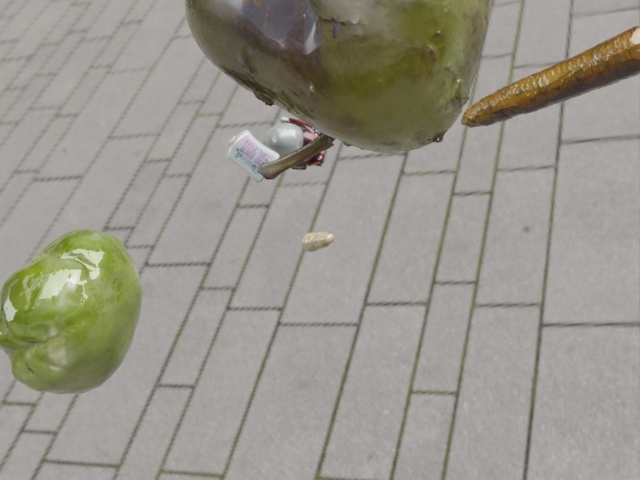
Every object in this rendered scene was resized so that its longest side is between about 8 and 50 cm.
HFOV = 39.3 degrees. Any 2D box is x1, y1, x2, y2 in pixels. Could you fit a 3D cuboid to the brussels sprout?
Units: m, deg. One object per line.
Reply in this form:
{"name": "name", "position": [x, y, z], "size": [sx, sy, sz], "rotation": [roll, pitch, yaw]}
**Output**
{"name": "brussels sprout", "position": [-0.445, 0.133, 1.563], "size": [0.317, 0.242, 0.274], "rotation": [-56, 24, 20]}

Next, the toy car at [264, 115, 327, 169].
{"name": "toy car", "position": [-0.060, -0.210, 1.928], "size": [0.139, 0.112, 0.112], "rotation": [15, 95, 32]}

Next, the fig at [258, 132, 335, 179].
{"name": "fig", "position": [0.022, -0.208, 1.055], "size": [0.203, 0.250, 0.186], "rotation": [-7, 1, -38]}

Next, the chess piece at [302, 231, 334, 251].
{"name": "chess piece", "position": [0.000, 0.000, 1.568], "size": [0.035, 0.035, 0.092], "rotation": [-40, 11, -20]}

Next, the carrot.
{"name": "carrot", "position": [0.343, -0.226, 1.311], "size": [0.314, 0.066, 0.066], "rotation": [-21, 36, 32]}

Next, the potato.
{"name": "potato", "position": [0.008, -0.203, 0.793], "size": [0.307, 0.210, 0.173], "rotation": [25, 24, 26]}

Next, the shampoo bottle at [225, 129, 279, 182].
{"name": "shampoo bottle", "position": [-0.139, -0.169, 1.761], "size": [0.072, 0.099, 0.043], "rotation": [-52, 13, 6]}
